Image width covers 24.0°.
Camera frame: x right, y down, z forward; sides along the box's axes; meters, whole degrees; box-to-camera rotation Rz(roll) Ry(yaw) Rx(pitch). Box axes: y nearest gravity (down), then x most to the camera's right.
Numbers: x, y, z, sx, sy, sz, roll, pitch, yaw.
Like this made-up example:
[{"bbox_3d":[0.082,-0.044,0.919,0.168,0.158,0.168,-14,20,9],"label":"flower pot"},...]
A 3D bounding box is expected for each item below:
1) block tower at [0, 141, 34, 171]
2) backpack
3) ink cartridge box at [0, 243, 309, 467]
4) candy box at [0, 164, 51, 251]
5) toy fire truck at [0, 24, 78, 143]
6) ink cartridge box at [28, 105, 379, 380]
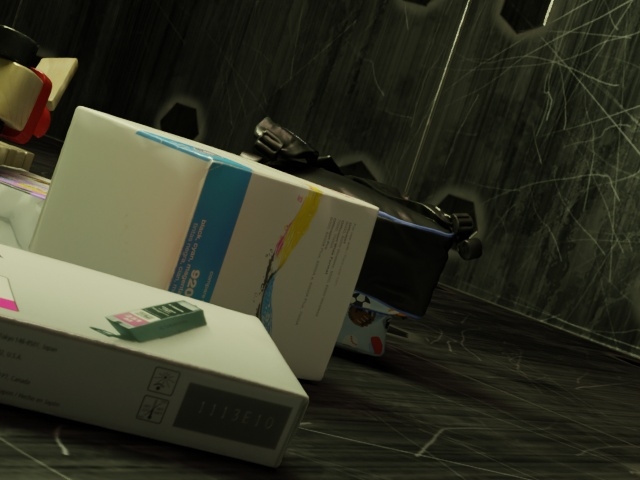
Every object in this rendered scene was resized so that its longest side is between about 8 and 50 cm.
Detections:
[{"bbox_3d":[-0.444,-0.085,1.599,0.091,0.097,0.335,20,2,23],"label":"block tower"},{"bbox_3d":[0.000,0.000,1.652,0.276,0.213,0.263,24,10,-12],"label":"backpack"},{"bbox_3d":[-0.168,0.041,0.975,0.275,0.060,0.239,17,16,-24],"label":"ink cartridge box"},{"bbox_3d":[-0.313,-0.030,1.589,0.165,0.070,0.196,20,4,21],"label":"candy box"},{"bbox_3d":[-0.375,-0.179,1.630,0.217,0.158,0.246,20,-9,12],"label":"toy fire truck"},{"bbox_3d":[-0.099,0.008,1.286,0.171,0.168,0.233,22,5,39],"label":"ink cartridge box"}]
